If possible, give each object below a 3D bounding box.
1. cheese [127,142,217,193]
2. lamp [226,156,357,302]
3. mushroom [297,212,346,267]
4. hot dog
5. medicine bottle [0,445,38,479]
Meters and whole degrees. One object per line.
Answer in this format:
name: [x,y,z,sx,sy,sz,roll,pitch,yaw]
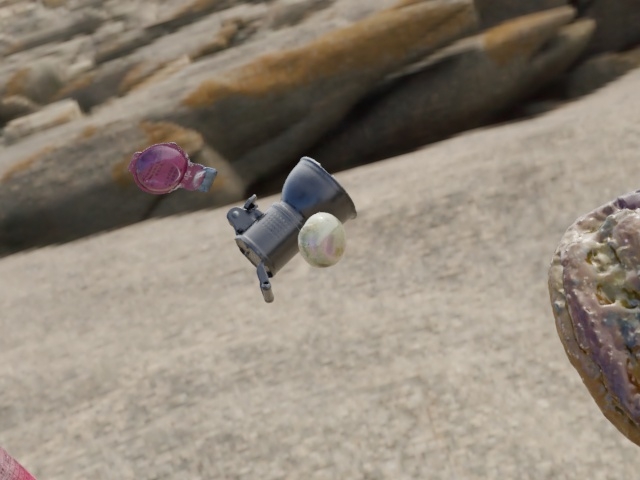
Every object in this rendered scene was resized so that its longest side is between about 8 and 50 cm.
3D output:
cheese: [-0.235,-0.110,1.916,0.145,0.095,0.038,14,27,-29]
lamp: [-0.070,-0.027,2.161,0.227,0.172,0.147,-42,-16,-14]
mushroom: [0.000,0.000,1.782,0.067,0.083,0.083,7,29,33]
hot dog: [0.464,0.112,1.606,0.267,0.387,0.174,-29,-21,17]
medicine bottle: [-0.530,0.348,1.773,0.147,0.247,0.147,-30,27,17]
